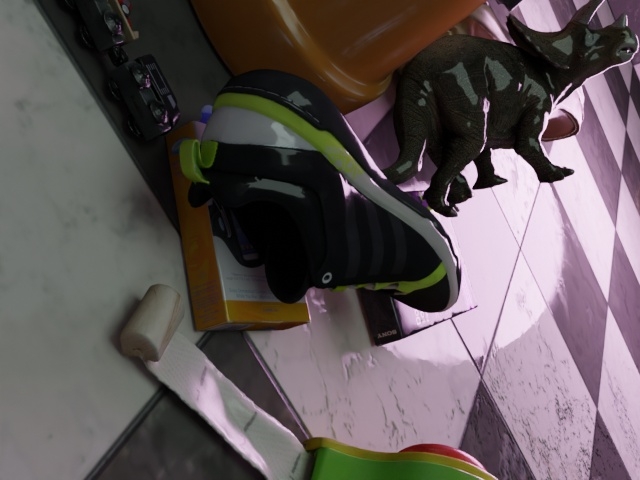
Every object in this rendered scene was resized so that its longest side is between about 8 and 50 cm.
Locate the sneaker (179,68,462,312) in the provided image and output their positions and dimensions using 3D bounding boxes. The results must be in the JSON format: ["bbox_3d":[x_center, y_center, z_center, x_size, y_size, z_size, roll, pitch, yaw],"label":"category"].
[{"bbox_3d":[0.000,0.000,0.469,0.234,0.084,0.097,42,65,-38],"label":"sneaker"}]

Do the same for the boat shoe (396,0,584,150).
[{"bbox_3d":[0.179,-0.153,0.831,0.324,0.122,0.120,15,67,-43],"label":"boat shoe"}]

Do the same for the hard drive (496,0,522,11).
[{"bbox_3d":[0.070,-0.386,0.736,0.339,0.064,0.237,33,25,-42],"label":"hard drive"}]

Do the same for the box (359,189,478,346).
[{"bbox_3d":[0.076,0.016,0.651,0.162,0.029,0.116,-10,82,-57],"label":"box"}]

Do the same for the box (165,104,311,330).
[{"bbox_3d":[-0.050,-0.013,0.473,0.081,0.028,0.136,10,63,-55],"label":"box"}]

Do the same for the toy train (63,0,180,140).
[{"bbox_3d":[-0.120,-0.131,0.426,0.158,0.027,0.036,64,29,-12],"label":"toy train"}]

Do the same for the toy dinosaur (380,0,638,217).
[{"bbox_3d":[0.127,-0.113,0.666,0.313,0.121,0.160,-17,100,-25],"label":"toy dinosaur"}]

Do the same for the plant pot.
[{"bbox_3d":[0.035,-0.210,0.554,0.205,0.188,0.205,32,48,-45],"label":"plant pot"}]

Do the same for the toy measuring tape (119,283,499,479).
[{"bbox_3d":[0.033,0.138,0.438,0.330,0.121,0.121,53,36,-27],"label":"toy measuring tape"}]
